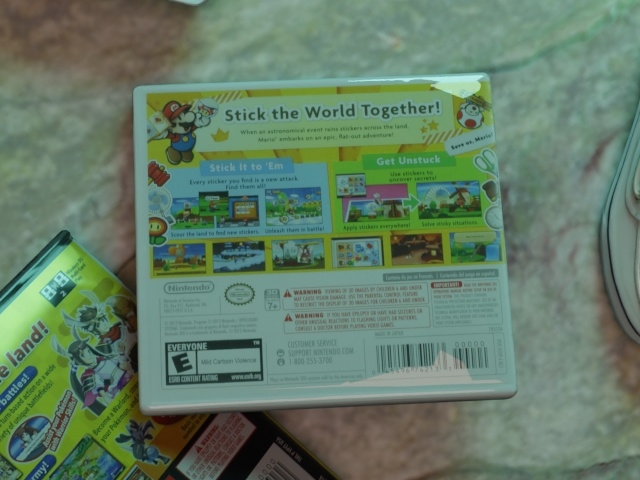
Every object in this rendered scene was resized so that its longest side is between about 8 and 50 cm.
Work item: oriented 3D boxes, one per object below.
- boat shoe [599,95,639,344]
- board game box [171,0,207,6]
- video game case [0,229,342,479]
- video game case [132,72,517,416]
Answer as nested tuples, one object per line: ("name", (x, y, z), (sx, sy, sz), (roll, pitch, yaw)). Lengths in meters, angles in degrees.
("boat shoe", (0.225, -0.040, 0.868), (0.083, 0.076, 0.226), (3, 94, -3))
("board game box", (-0.208, -0.372, 0.836), (0.390, 0.050, 0.390), (13, 94, -4))
("video game case", (-0.144, 0.165, 0.806), (0.248, 0.035, 0.275), (43, 53, -5))
("video game case", (0.000, 0.000, 0.855), (0.227, 0.026, 0.206), (-3, 76, -2))
